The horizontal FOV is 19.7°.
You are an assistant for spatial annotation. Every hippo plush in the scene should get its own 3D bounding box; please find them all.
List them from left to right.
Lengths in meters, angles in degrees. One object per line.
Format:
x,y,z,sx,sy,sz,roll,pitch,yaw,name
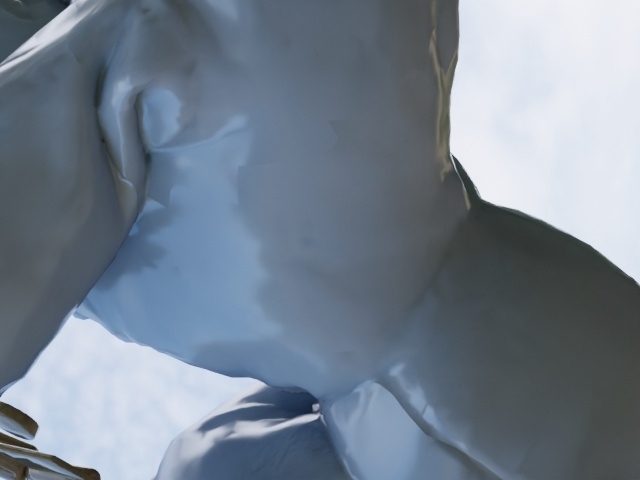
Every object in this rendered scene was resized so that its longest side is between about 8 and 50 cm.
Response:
0.000,0.000,0.565,0.236,0.294,0.234,50,-170,-19,hippo plush

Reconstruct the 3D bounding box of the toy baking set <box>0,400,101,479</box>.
-0.263,0.099,1.227,0.030,0.256,0.197,-63,-21,-23,toy baking set

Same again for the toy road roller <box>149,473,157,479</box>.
-0.016,0.242,0.774,0.329,0.240,0.202,-51,-29,5,toy road roller
